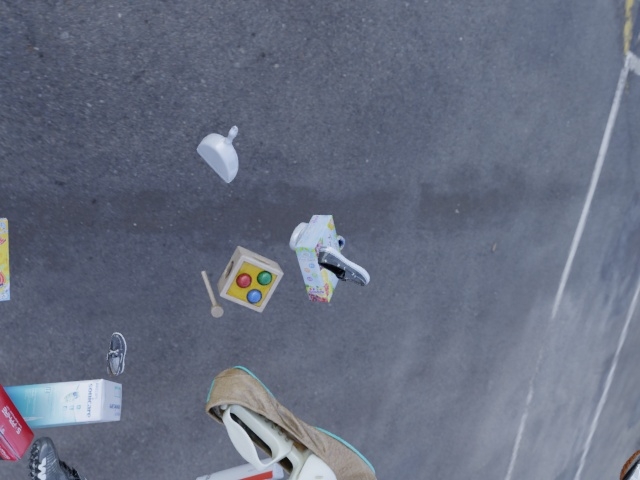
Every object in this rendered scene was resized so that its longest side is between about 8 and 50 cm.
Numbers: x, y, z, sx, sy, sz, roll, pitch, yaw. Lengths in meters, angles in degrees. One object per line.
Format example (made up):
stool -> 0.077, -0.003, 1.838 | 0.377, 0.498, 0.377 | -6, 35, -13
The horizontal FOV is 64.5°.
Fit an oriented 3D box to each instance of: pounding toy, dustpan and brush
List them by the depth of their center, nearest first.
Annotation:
pounding toy -> -0.232, 0.129, 1.362 | 0.181, 0.094, 0.206 | 26, 99, -23
dustpan and brush -> -0.284, -0.271, 1.487 | 0.147, 0.211, 0.060 | 47, 65, -2

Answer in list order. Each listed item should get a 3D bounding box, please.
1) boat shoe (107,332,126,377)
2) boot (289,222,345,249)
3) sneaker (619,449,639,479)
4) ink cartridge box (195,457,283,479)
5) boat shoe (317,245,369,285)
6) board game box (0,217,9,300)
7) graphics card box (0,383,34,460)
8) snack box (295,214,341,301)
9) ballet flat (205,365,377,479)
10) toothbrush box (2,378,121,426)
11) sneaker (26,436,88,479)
boat shoe -> -0.575, 0.322, 1.419 | 0.038, 0.046, 0.125 | -61, 160, -79
boot -> 0.000, 0.000, 1.671 | 0.258, 0.124, 0.095 | -17, 125, -68
sneaker -> 0.751, 0.455, 1.061 | 0.099, 0.121, 0.262 | -8, 129, -62
ink cartridge box -> -0.192, 0.530, 1.134 | 0.189, 0.066, 0.232 | -15, 151, -2
boat shoe -> 0.046, 0.063, 1.060 | 0.142, 0.049, 0.040 | 36, 57, -29
board game box -> -0.626, 0.037, 0.920 | 0.104, 0.026, 0.154 | -4, 104, -37
graphics card box -> -1.005, 0.487, 1.379 | 0.094, 0.371, 0.232 | -78, 162, -56
snack box -> 0.002, 0.053, 1.543 | 0.174, 0.070, 0.207 | -62, 147, -50
ballet flat -> -0.061, 0.357, 0.870 | 0.116, 0.342, 0.124 | -51, 179, 30
toothbrush box -> -0.804, 0.516, 1.591 | 0.216, 0.296, 0.126 | 102, -15, -70
sneaker -> -0.532, 0.498, 1.042 | 0.106, 0.078, 0.234 | -11, 108, -41
